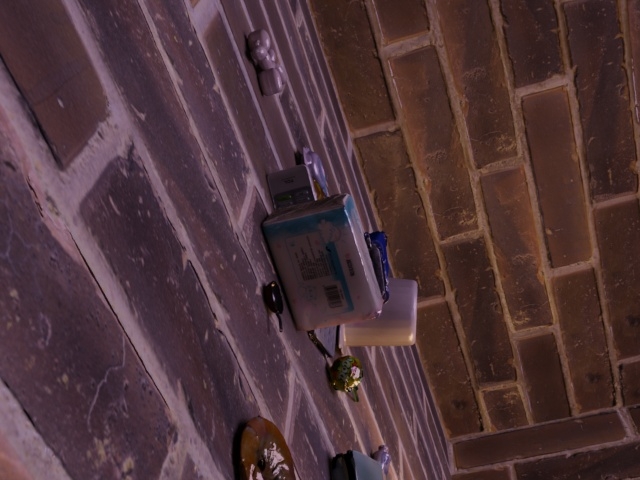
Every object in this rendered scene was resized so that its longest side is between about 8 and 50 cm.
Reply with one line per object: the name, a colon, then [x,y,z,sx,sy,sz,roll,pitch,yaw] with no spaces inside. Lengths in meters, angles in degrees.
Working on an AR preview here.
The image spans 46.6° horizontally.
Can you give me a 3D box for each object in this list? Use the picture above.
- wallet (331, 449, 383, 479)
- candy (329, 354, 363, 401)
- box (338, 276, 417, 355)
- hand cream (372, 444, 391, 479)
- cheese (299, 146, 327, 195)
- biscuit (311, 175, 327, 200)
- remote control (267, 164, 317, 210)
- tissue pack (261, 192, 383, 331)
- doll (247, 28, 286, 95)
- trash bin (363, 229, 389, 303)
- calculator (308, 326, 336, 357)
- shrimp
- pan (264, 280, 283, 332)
wallet: [0.097,0.598,1.621,0.176,0.075,0.250,41,34,-46]
candy: [0.077,0.381,1.933,0.091,0.083,0.305,-58,159,-21]
box: [0.161,0.198,2.031,0.291,0.206,0.262,-70,160,-69]
hand cream: [0.169,0.642,2.084,0.142,0.053,0.084,-76,153,-47]
cheese: [-0.014,-0.185,2.184,0.245,0.052,0.135,60,22,-57]
biscuit: [0.009,-0.002,2.017,0.394,0.070,0.351,45,33,-70]
remote control: [-0.046,-0.045,1.716,0.034,0.103,0.250,-21,98,-78]
tissue pack: [0.009,0.048,1.621,0.124,0.201,0.271,-57,132,-65]
doll: [-0.138,-0.454,1.884,0.161,0.059,0.160,-76,150,-66]
trash bin: [0.095,0.051,1.832,0.234,0.162,0.184,-47,131,-71]
calculator: [0.018,0.146,1.852,0.161,0.021,0.262,58,34,-55]
shrimp: [-0.077,0.389,1.136,0.150,0.068,0.249,33,38,-56]
pan: [-0.091,0.134,1.464,0.068,0.023,0.115,64,13,-50]
